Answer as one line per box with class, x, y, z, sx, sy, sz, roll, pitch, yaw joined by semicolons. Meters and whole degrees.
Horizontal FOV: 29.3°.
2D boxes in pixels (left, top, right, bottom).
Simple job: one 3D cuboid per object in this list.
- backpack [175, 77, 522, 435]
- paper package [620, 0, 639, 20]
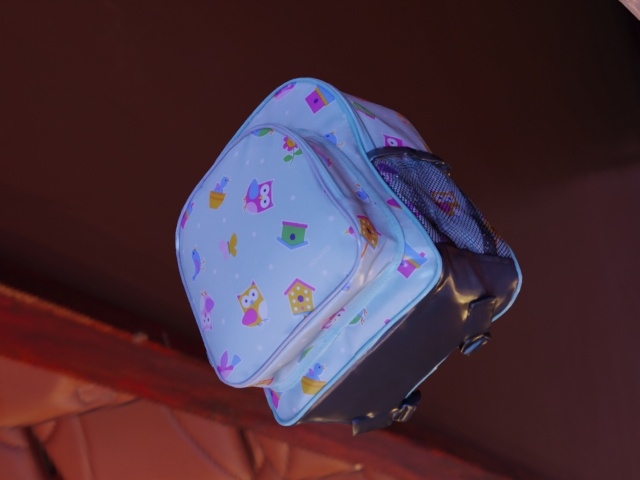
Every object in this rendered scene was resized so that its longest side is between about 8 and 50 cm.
backpack;0.000;0.000;0.728;0.144;0.188;0.166;15;128;-38
paper package;0.346;-0.378;1.182;0.325;0.309;0.168;-36;170;-45
